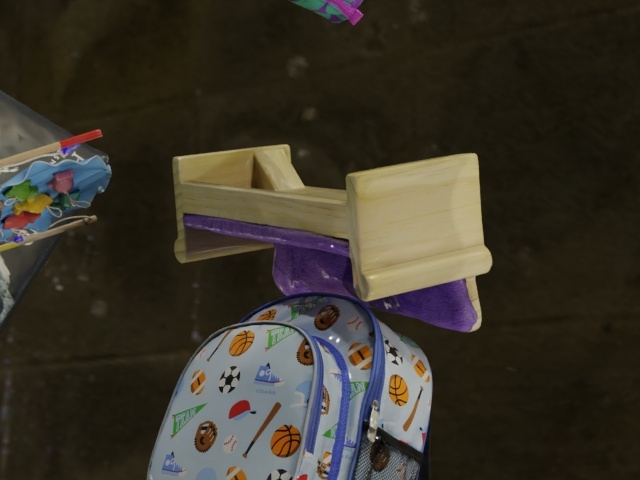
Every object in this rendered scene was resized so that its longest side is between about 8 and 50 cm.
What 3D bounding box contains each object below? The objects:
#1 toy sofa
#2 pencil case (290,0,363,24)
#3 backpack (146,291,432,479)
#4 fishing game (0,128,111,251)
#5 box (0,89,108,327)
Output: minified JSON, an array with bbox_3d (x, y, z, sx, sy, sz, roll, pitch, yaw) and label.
[{"bbox_3d":[0.000,0.000,1.538,0.362,0.150,0.177,9,106,55],"label":"toy sofa"},{"bbox_3d":[-0.017,-0.265,1.538,0.064,0.151,0.070,-47,62,20],"label":"pencil case"},{"bbox_3d":[-0.023,0.180,1.454,0.276,0.213,0.263,-2,55,34],"label":"backpack"},{"bbox_3d":[-0.306,-0.035,1.614,0.041,0.189,0.264,67,160,14],"label":"fishing game"},{"bbox_3d":[-0.596,0.001,1.846,0.297,0.471,0.480,-47,14,51],"label":"box"}]
